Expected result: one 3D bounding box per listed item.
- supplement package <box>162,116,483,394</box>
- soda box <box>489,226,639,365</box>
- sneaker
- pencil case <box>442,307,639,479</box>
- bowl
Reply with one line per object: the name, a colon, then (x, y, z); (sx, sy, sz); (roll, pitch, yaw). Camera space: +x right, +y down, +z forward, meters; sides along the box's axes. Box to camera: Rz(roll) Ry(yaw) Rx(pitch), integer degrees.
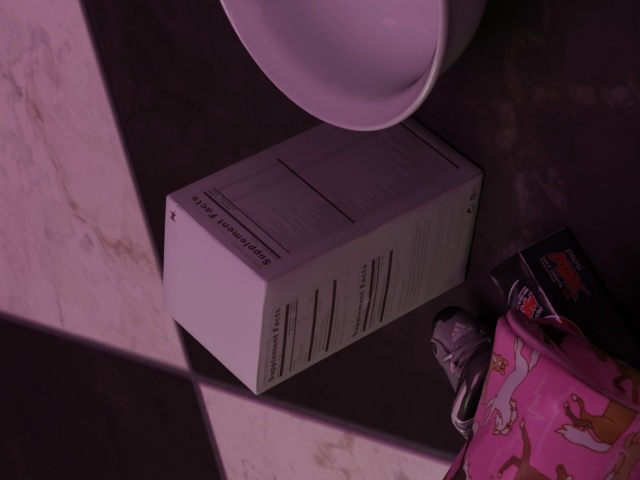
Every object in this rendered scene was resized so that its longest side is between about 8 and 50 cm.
supplement package: (0.000, 0.000, 1.643); (0.139, 0.244, 0.134); (41, 142, 33)
soda box: (0.212, 0.079, 1.567); (0.169, 0.060, 0.053); (59, 148, 7)
sneaker: (0.130, 0.105, 1.637); (0.132, 0.086, 0.228); (60, 176, 25)
pencil case: (0.127, 0.250, 1.466); (0.160, 0.167, 0.386); (30, 101, 25)
bowl: (0.039, -0.245, 1.510); (0.298, 0.134, 0.298); (34, 138, 38)
